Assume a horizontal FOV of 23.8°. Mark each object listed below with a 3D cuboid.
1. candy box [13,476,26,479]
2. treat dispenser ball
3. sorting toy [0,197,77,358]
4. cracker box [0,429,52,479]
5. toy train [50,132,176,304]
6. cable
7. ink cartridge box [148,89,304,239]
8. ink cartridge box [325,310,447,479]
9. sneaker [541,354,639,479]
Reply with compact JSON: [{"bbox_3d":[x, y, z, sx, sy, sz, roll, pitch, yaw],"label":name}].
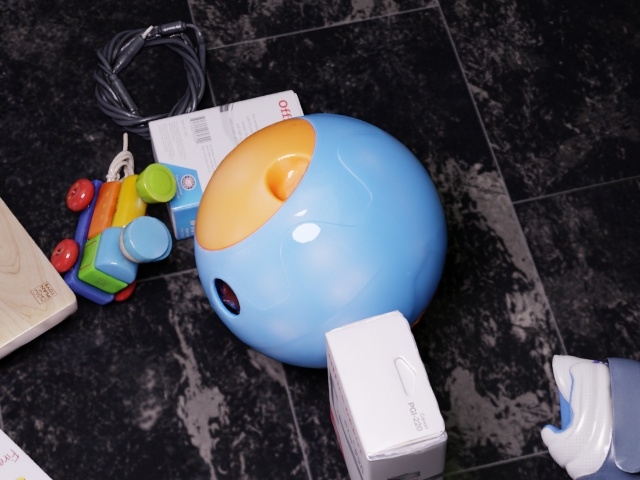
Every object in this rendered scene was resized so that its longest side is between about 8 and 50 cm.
[{"bbox_3d":[-0.395,0.332,1.599,0.205,0.027,0.105,-20,60,-6],"label":"candy box"},{"bbox_3d":[0.000,0.000,1.724,0.288,0.288,0.288,0,59,0],"label":"treat dispenser ball"},{"bbox_3d":[-0.457,0.069,1.800,0.255,0.089,0.257,-33,64,-18],"label":"sorting toy"},{"bbox_3d":[-0.362,0.310,1.665,0.232,0.067,0.155,39,67,20],"label":"cracker box"},{"bbox_3d":[-0.226,-0.057,1.829,0.105,0.143,0.248,30,53,-30],"label":"toy train"},{"bbox_3d":[-0.225,-0.213,1.996,0.150,0.047,0.185,0,59,0],"label":"cable"},{"bbox_3d":[-0.107,-0.095,1.903,0.190,0.082,0.140,-12,60,-9],"label":"ink cartridge box"},{"bbox_3d":[0.070,0.200,1.643,0.092,0.218,0.159,-14,59,-8],"label":"ink cartridge box"},{"bbox_3d":[0.389,0.154,1.721,0.236,0.130,0.323,30,69,12],"label":"sneaker"}]
